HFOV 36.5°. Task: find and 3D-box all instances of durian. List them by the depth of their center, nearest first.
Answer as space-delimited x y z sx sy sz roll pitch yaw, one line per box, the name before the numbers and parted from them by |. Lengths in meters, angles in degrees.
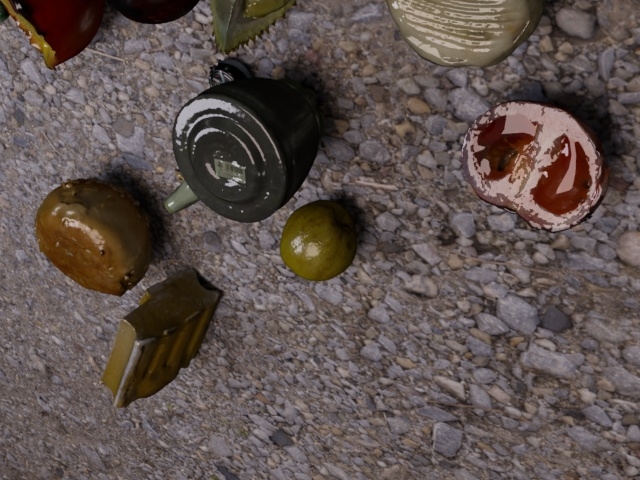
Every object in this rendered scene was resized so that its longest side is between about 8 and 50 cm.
durian | -0.104 -0.460 1.547 0.172 0.166 0.306 38 128 5

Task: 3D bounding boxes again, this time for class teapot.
teapot | -0.116 -0.153 1.740 0.239 0.239 0.322 34 132 14

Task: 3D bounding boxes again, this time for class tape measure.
tape measure | -0.168 -0.291 1.811 0.091 0.054 0.094 33 143 12

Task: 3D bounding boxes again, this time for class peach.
peach | -0.497 -0.471 1.812 0.258 0.201 0.362 45 169 17

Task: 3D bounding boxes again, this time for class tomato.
tomato | 0.341 -0.132 1.485 0.228 0.112 0.199 33 129 15

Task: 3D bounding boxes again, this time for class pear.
pear | 0.000 0.000 1.835 0.149 0.149 0.162 45 138 1

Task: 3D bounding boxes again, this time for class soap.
soap | -0.374 0.228 2.231 0.143 0.259 0.281 43 136 12

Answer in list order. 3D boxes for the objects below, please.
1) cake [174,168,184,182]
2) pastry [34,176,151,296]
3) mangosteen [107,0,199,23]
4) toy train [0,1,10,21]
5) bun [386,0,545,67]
cake | -0.245 -0.116 1.970 0.184 0.116 0.080 -8 118 37
pastry | -0.499 -0.019 2.186 0.284 0.184 0.316 36 149 0
mangosteen | -0.328 -0.479 1.633 0.289 0.231 0.231 -6 129 -9
toy train | -0.780 -0.595 2.005 0.368 0.150 0.237 30 130 15
bun | 0.208 -0.363 1.391 0.239 0.141 0.239 16 128 21
